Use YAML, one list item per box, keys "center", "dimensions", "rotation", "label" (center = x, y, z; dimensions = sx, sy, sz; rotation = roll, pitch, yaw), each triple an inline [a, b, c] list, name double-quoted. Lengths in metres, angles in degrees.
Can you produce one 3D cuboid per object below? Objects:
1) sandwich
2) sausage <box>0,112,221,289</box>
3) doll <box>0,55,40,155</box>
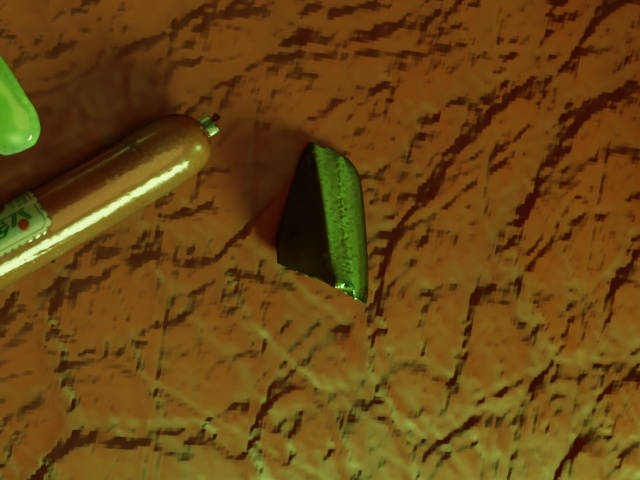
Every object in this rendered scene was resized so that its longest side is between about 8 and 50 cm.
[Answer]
- center: [0.000, 0.000, 0.670]
  dimensions: [0.031, 0.044, 0.083]
  rotation: [19, 48, -26]
  label: "sandwich"
- center: [-0.149, 0.012, 0.617]
  dimensions: [0.253, 0.034, 0.034]
  rotation: [-32, 108, -15]
  label: "sausage"
- center: [-0.147, -0.172, 0.510]
  dimensions: [0.213, 0.213, 0.236]
  rotation: [23, 103, -22]
  label: "doll"
